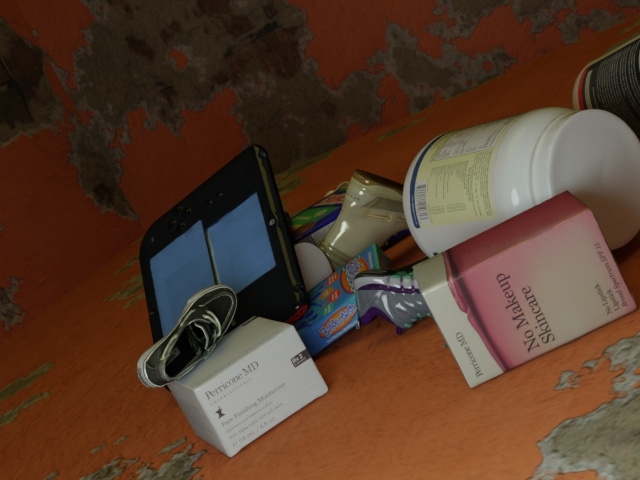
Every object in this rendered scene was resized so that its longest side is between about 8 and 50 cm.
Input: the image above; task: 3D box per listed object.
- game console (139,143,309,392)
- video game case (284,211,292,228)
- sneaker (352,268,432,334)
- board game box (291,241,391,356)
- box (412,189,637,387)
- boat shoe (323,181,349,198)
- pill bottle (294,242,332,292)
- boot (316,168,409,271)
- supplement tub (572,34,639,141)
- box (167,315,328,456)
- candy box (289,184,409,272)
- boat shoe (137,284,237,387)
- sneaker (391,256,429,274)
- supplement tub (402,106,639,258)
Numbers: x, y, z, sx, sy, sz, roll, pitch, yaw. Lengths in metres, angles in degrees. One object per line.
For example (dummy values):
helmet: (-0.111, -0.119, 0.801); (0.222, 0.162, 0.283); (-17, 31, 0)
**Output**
game console: (-0.188, 0.055, 1.900); (0.342, 0.060, 0.386); (-39, 49, 28)
video game case: (-0.153, -0.008, 2.146); (0.196, 0.026, 0.274); (-22, 5, -1)
sneaker: (0.160, 0.098, 1.618); (0.224, 0.098, 0.083); (2, 6, 22)
board game box: (0.027, 0.106, 1.768); (0.210, 0.047, 0.160); (-37, 17, 12)
box: (0.255, 0.060, 1.337); (0.232, 0.148, 0.127); (-27, 12, 6)
boat shoe: (0.037, -0.073, 2.536); (0.098, 0.096, 0.277); (-24, 12, 17)
pill bottle: (-0.126, 0.098, 1.986); (0.302, 0.169, 0.169); (-19, 15, 40)
boot: (0.118, -0.012, 2.039); (0.095, 0.262, 0.203); (39, 105, 44)
supplement tub: (0.583, -0.265, 1.799); (0.191, 0.191, 0.272); (-34, 3, -27)
box: (-0.117, 0.215, 1.587); (0.181, 0.119, 0.182); (-32, 12, -19)
candy box: (0.000, 0.000, 2.242); (0.317, 0.122, 0.268); (-30, 10, -17)
boat shoe: (-0.183, 0.142, 1.582); (0.070, 0.077, 0.219); (-18, 25, 45)
sneaker: (0.175, 0.057, 1.772); (0.170, 0.051, 0.089); (-27, 7, -14)
supplement tub: (0.304, -0.072, 1.581); (0.235, 0.235, 0.325); (-34, 13, -29)
